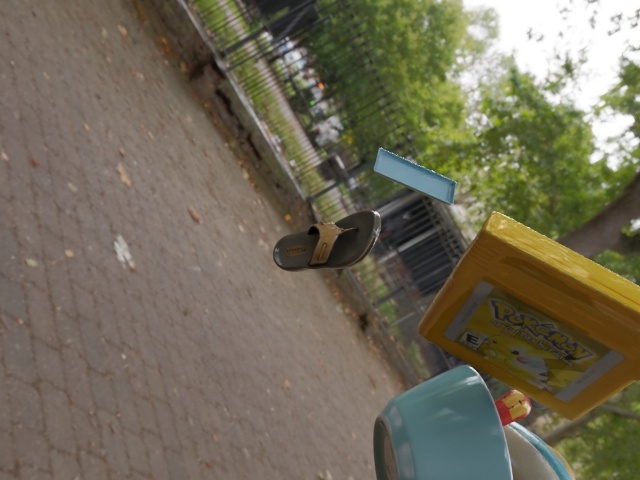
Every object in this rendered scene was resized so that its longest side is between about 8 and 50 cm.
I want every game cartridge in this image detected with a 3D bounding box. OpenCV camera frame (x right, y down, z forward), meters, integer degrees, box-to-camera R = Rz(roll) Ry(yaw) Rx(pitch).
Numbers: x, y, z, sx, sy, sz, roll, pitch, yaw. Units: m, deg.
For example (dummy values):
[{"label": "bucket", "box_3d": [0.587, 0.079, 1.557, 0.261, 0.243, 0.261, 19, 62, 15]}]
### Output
[{"label": "game cartridge", "box_3d": [0.303, 0.121, 1.010, 0.285, 0.053, 0.324, 29, -29, 8]}]

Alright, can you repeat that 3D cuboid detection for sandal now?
[{"label": "sandal", "box_3d": [0.000, 0.000, 1.190, 0.060, 0.219, 0.090, 28, 60, -48]}]

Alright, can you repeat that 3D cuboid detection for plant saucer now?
[{"label": "plant saucer", "box_3d": [0.205, -0.136, 1.581, 0.018, 0.192, 0.067, 125, -16, -55]}]

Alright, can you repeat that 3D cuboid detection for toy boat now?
[{"label": "toy boat", "box_3d": [0.436, 0.423, 1.490, 0.267, 0.148, 0.318, 44, -23, 60]}]

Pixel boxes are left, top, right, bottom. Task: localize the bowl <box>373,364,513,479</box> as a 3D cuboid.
[{"label": "bowl", "box_3d": [0.185, 0.373, 1.213, 0.311, 0.163, 0.312, 175, -90, -81]}]
